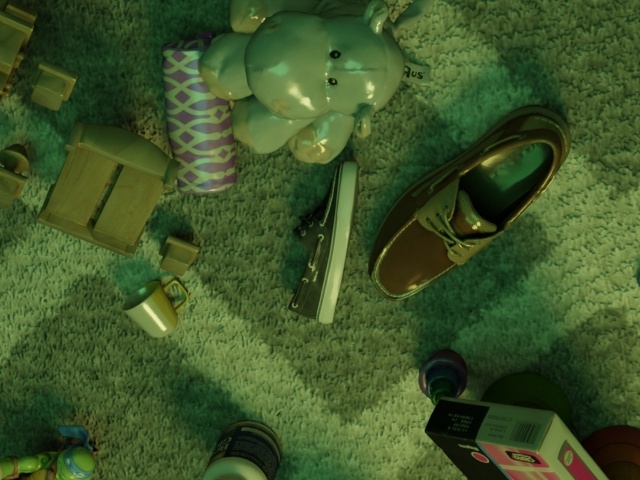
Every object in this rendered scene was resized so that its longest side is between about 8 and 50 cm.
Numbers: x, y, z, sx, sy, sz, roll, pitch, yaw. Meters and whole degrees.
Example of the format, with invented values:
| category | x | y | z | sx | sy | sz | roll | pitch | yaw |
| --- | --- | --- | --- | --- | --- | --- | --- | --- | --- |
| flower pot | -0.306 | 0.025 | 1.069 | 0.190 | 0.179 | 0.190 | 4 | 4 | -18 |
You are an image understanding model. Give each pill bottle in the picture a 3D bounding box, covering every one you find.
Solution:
| category | x | y | z | sx | sy | sz | roll | pitch | yaw |
| --- | --- | --- | --- | --- | --- | --- | --- | --- | --- |
| pill bottle | -0.111 | 0.323 | 1.737 | 0.094 | 0.169 | 0.094 | 2 | 109 | 7 |

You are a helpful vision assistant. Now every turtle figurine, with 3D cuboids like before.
| category | x | y | z | sx | sy | sz | roll | pitch | yaw |
| --- | --- | --- | --- | --- | --- | --- | --- | --- | --- |
| turtle figurine | -0.427 | 0.402 | 1.776 | 0.197 | 0.275 | 0.266 | 21 | 139 | -32 |

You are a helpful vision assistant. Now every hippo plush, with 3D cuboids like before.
| category | x | y | z | sx | sy | sz | roll | pitch | yaw |
| --- | --- | --- | --- | --- | --- | --- | --- | --- | --- |
| hippo plush | 0.010 | -0.179 | 1.477 | 0.294 | 0.236 | 0.234 | 3 | 109 | -10 |

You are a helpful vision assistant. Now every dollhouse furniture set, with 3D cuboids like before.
| category | x | y | z | sx | sy | sz | roll | pitch | yaw |
| --- | --- | --- | --- | --- | --- | --- | --- | --- | --- |
| dollhouse furniture set | -0.267 | -0.149 | 1.604 | 0.355 | 0.174 | 0.303 | 23 | 146 | -13 |

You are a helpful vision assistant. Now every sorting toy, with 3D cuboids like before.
| category | x | y | z | sx | sy | sz | roll | pitch | yaw |
| --- | --- | --- | --- | --- | --- | --- | --- | --- | --- |
| sorting toy | 0.292 | 0.268 | 1.686 | 0.365 | 0.126 | 0.127 | 28 | 110 | -3 |

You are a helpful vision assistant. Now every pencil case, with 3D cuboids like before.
| category | x | y | z | sx | sy | sz | roll | pitch | yaw |
| --- | --- | --- | --- | --- | --- | --- | --- | --- | --- |
| pencil case | -0.152 | -0.162 | 1.623 | 0.086 | 0.088 | 0.206 | 1 | 108 | 10 |

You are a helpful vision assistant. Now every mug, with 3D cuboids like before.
| category | x | y | z | sx | sy | sz | roll | pitch | yaw |
| --- | --- | --- | --- | --- | --- | --- | --- | --- | --- |
| mug | -0.221 | 0.095 | 1.736 | 0.078 | 0.062 | 0.064 | -27 | 111 | 22 |

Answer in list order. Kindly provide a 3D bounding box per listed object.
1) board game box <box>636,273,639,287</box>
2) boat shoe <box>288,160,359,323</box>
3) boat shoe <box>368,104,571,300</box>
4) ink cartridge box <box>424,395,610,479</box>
| category | x | y | z | sx | sy | sz | roll | pitch | yaw |
| --- | --- | --- | --- | --- | --- | --- | --- | --- | --- |
| board game box | 0.537 | 0.045 | 1.620 | 0.211 | 0.039 | 0.160 | 31 | 110 | -2 |
| boat shoe | 0.000 | 0.000 | 1.666 | 0.076 | 0.080 | 0.229 | 11 | 117 | 3 |
| boat shoe | 0.178 | -0.040 | 1.601 | 0.123 | 0.116 | 0.324 | 41 | 109 | -6 |
| ink cartridge box | 0.299 | 0.330 | 1.623 | 0.175 | 0.069 | 0.371 | 1 | 144 | 46 |
